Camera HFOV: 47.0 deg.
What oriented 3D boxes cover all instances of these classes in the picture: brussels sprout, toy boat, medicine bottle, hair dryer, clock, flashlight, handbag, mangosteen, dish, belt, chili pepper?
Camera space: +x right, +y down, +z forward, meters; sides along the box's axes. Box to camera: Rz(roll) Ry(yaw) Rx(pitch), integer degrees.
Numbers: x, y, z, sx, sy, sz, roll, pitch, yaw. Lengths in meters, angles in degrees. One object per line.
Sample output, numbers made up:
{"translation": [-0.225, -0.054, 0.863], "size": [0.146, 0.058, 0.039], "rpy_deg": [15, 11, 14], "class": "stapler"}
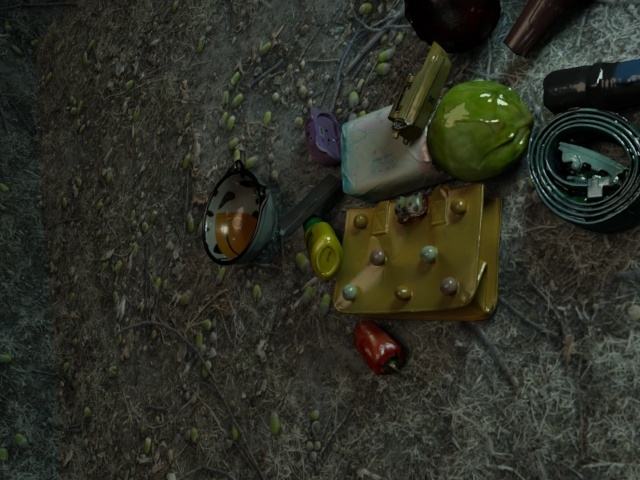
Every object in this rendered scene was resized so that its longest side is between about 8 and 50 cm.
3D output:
{"translation": [0.325, -0.223, 1.520], "size": [0.223, 0.161, 0.223], "rpy_deg": [-1, 87, 24], "class": "brussels sprout"}
{"translation": [0.208, -0.317, 1.579], "size": [0.088, 0.068, 0.226], "rpy_deg": [23, 90, 41], "class": "toy boat"}
{"translation": [0.000, 0.000, 1.789], "size": [0.309, 0.076, 0.111], "rpy_deg": [-111, 24, -72], "class": "medicine bottle"}
{"translation": [0.400, -0.588, 1.489], "size": [0.340, 0.123, 0.312], "rpy_deg": [43, 111, 7], "class": "hair dryer"}
{"translation": [0.002, -0.269, 1.922], "size": [0.050, 0.110, 0.153], "rpy_deg": [-30, 58, 36], "class": "clock"}
{"translation": [0.606, -0.289, 1.311], "size": [0.424, 0.103, 0.103], "rpy_deg": [-1, 78, 44], "class": "flashlight"}
{"translation": [0.201, 0.029, 1.625], "size": [0.401, 0.133, 0.283], "rpy_deg": [-7, 68, 45], "class": "handbag"}
{"translation": [0.314, -0.552, 1.606], "size": [0.289, 0.231, 0.231], "rpy_deg": [-45, 48, 9], "class": "mangosteen"}
{"translation": [-0.209, -0.060, 2.076], "size": [0.303, 0.120, 0.303], "rpy_deg": [-16, 67, 43], "class": "dish"}
{"translation": [0.497, -0.134, 1.358], "size": [0.206, 0.116, 0.267], "rpy_deg": [-55, 48, 16], "class": "belt"}
{"translation": [0.141, 0.257, 1.641], "size": [0.084, 0.086, 0.192], "rpy_deg": [-40, 36, -4], "class": "chili pepper"}

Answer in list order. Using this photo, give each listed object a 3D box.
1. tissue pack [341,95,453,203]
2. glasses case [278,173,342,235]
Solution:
{"translation": [0.176, -0.212, 1.715], "size": [0.271, 0.124, 0.201], "rpy_deg": [-15, 72, 42], "class": "tissue pack"}
{"translation": [-0.026, -0.091, 1.887], "size": [0.190, 0.042, 0.072], "rpy_deg": [-44, 19, 0], "class": "glasses case"}
